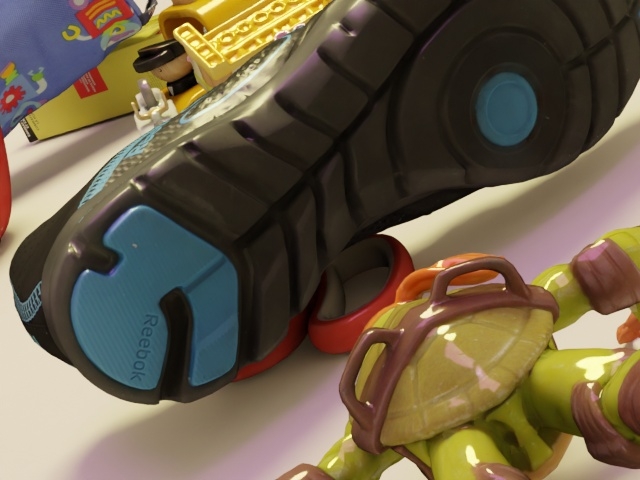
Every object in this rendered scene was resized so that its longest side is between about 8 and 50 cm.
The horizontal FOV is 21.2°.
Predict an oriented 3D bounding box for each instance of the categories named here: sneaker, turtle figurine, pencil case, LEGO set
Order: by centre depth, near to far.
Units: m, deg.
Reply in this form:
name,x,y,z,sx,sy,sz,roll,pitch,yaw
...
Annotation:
name,x,y,z,sx,sy,sz,roll,pitch,yaw
turtle figurine,0.064,0.045,0.531,0.269,0.087,0.217,-31,18,-12
sneaker,0.004,-0.056,0.786,0.341,0.125,0.140,-31,17,-22
LEGO set,0.035,-0.093,0.987,0.287,0.107,0.132,-16,46,2
pencil case,-0.277,-0.124,1.355,0.306,0.119,0.133,-43,-25,-2

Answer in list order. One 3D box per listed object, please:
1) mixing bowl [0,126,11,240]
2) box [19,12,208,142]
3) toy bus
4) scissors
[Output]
name,x,y,z,sx,sy,sz,roll,pitch,yaw
mixing bowl,-0.288,-0.021,1.213,0.181,0.098,0.181,-26,18,9
box,-0.163,-0.147,1.449,0.232,0.058,0.087,-11,24,42
toy bus,-0.069,-0.141,1.220,0.191,0.104,0.202,-21,18,20
scissors,0.000,0.000,0.875,0.109,0.021,0.297,-23,16,12
